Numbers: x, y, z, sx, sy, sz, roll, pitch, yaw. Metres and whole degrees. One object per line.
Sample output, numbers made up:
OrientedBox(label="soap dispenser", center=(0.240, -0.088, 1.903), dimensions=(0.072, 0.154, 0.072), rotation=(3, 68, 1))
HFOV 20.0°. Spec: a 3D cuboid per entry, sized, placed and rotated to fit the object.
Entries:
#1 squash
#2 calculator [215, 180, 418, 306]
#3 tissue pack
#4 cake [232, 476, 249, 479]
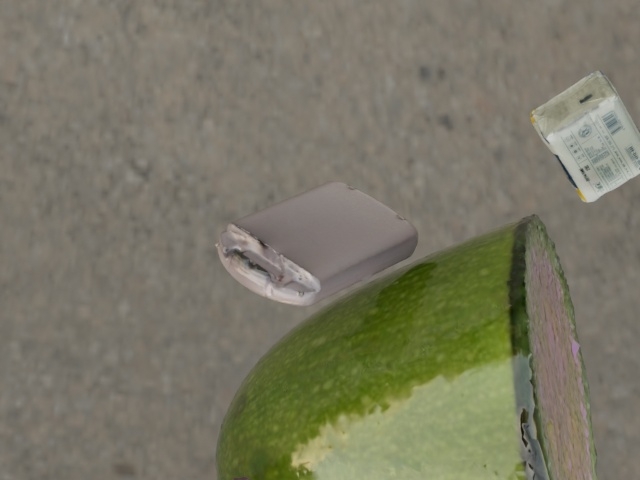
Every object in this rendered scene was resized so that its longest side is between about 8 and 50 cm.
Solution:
OrientedBox(label="squash", center=(0.052, 0.148, 1.481), dimensions=(0.308, 0.310, 0.310), rotation=(-7, 127, 15))
OrientedBox(label="calculator", center=(0.000, 0.000, 1.414), dimensions=(0.100, 0.175, 0.032), rotation=(33, 126, 29))
OrientedBox(label="tissue pack", center=(0.192, -0.073, 1.287), dimensions=(0.062, 0.042, 0.083), rotation=(-34, 134, 7))
OrientedBox(label="cake", center=(-0.097, 0.201, 0.596), dimensions=(0.112, 0.295, 0.116), rotation=(38, 138, 2))
